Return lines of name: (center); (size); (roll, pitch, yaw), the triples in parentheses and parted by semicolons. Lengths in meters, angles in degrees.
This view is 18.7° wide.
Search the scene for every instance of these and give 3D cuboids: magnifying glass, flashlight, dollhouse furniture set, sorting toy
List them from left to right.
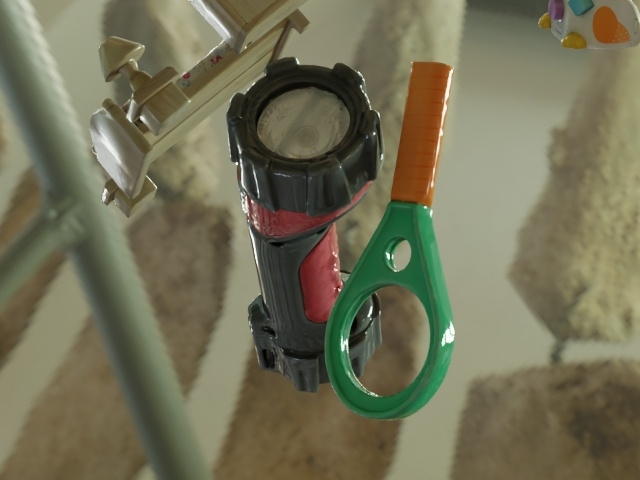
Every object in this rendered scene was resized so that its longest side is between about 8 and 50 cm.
dollhouse furniture set: (-0.102, -0.218, 1.727); (0.303, 0.174, 0.355); (-40, 175, -19)
flashlight: (0.000, 0.000, 1.357); (0.103, 0.304, 0.103); (31, -114, 24)
magnifying glass: (0.053, 0.000, 1.244); (0.092, 0.026, 0.231); (7, -95, 40)
sorting toy: (0.157, -0.161, 1.176); (0.045, 0.075, 0.083); (-13, -155, -10)
